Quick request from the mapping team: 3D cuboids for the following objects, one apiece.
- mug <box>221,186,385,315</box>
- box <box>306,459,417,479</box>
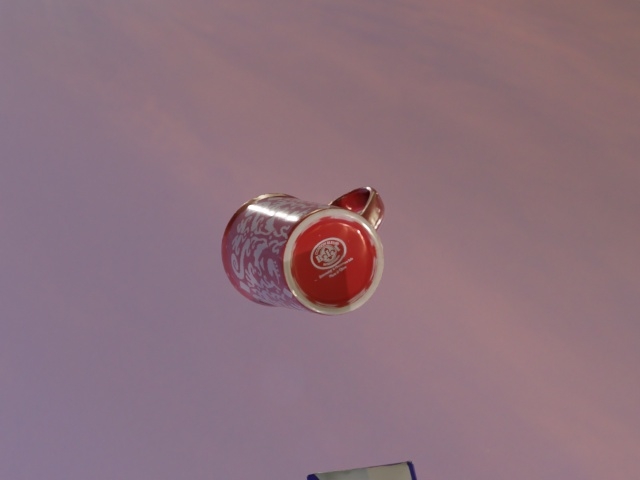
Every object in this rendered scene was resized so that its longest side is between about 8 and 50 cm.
[{"bbox_3d":[-0.009,-0.003,0.822,0.113,0.150,0.169,30,173,-18],"label":"mug"},{"bbox_3d":[0.030,0.231,0.573,0.072,0.137,0.126,-5,-129,-8],"label":"box"}]
